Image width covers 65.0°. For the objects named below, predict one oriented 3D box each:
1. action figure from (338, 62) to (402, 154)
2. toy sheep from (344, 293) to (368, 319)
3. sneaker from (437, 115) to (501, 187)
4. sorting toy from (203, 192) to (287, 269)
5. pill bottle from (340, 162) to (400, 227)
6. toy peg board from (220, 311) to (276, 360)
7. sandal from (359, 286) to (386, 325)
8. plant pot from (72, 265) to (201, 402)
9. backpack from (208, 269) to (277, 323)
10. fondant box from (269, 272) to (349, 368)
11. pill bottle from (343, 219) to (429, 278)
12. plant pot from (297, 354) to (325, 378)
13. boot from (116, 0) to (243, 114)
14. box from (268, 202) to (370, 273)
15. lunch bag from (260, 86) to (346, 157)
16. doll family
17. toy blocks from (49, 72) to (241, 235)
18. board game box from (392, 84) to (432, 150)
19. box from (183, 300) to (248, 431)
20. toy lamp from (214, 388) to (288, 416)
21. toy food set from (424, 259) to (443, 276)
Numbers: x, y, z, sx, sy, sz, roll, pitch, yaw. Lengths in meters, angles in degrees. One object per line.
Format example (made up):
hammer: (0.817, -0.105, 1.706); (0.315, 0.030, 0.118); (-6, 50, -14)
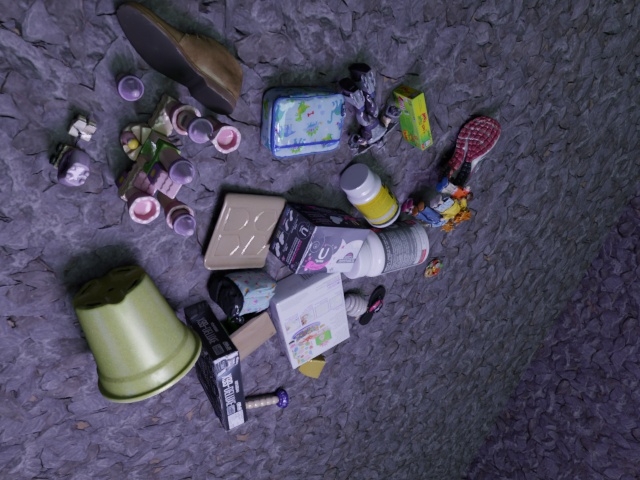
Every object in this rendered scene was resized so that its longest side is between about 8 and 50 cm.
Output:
action figure: (0.136, -0.348, 1.418); (0.185, 0.099, 0.285); (-47, 140, -12)
toy sheep: (0.116, 0.233, 1.807); (0.132, 0.091, 0.091); (21, 105, -36)
sneaker: (0.502, -0.292, 1.726); (0.299, 0.121, 0.112); (-55, 164, 6)
sorting toy: (-0.178, -0.026, 1.450); (0.307, 0.041, 0.229); (0, 120, -44)
pill bottle: (0.153, -0.139, 1.554); (0.119, 0.119, 0.208); (-48, 136, 0)
toy peg board: (-0.239, 0.284, 1.596); (0.161, 0.079, 0.160); (-37, 150, -15)
sandal: (0.208, 0.257, 1.918); (0.067, 0.040, 0.179); (10, 113, -40)
plant pot: (-0.475, 0.212, 1.261); (0.276, 0.276, 0.253); (-26, 119, -19)
backpack: (-0.214, 0.154, 1.472); (0.182, 0.152, 0.115); (-3, 130, -49)
fondant box: (-0.037, 0.249, 1.698); (0.238, 0.096, 0.330); (-26, 130, -20)
pill bottle: (0.207, 0.030, 1.680); (0.283, 0.161, 0.161); (-12, 125, -30)
plant pot: (-0.045, 0.445, 1.838); (0.083, 0.081, 0.081); (14, 110, -30)
boot: (-0.291, -0.409, 1.084); (0.305, 0.112, 0.115); (37, 64, -41)
box: (0.000, 0.000, 1.495); (0.247, 0.142, 0.163); (3, 117, -47)
lunch bag: (-0.044, -0.308, 1.319); (0.219, 0.090, 0.176); (-11, 128, -29)
doll family: (0.403, -0.090, 1.685); (0.163, 0.118, 0.263); (21, 148, -29)
toy blocks: (-0.346, -0.168, 1.071); (0.309, 0.260, 0.288); (24, 104, -44)
board game box: (0.278, -0.368, 1.508); (0.043, 0.092, 0.181); (-35, 134, -12)
box: (-0.307, 0.369, 1.478); (0.077, 0.242, 0.307); (-19, 128, -25)
toy lamp: (-0.245, 0.579, 1.785); (0.275, 0.080, 0.080); (4, 116, -41)
toy food set: (0.453, 0.112, 2.014); (0.083, 0.020, 0.082); (11, 112, -40)
